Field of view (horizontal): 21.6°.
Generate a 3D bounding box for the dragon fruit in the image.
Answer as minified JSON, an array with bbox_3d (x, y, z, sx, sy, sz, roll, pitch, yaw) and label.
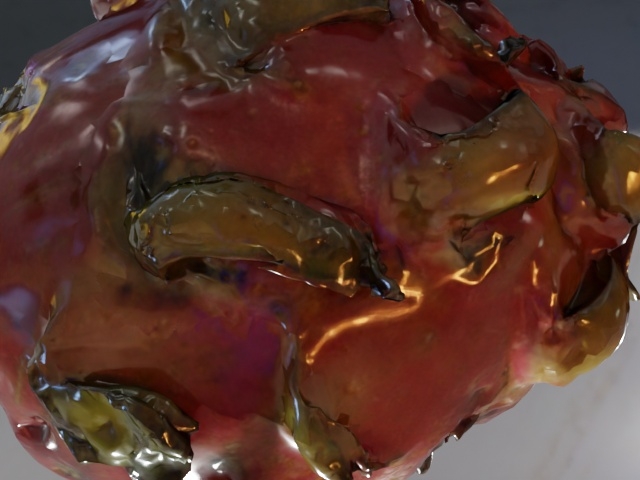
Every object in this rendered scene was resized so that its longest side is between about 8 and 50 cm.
[{"bbox_3d":[0.000,0.000,0.719,0.291,0.250,0.269,-11,-148,12],"label":"dragon fruit"}]
